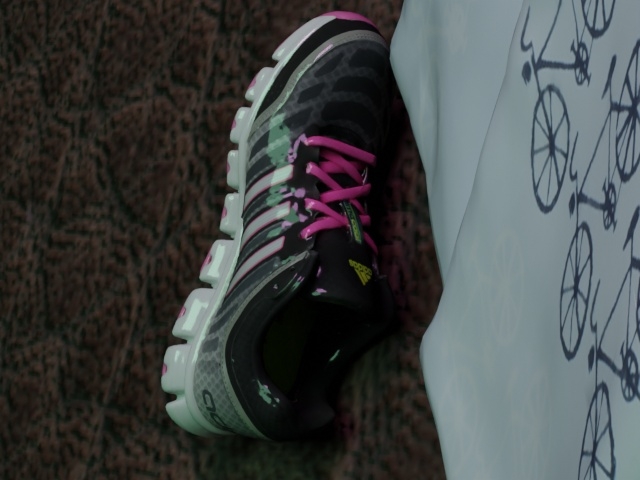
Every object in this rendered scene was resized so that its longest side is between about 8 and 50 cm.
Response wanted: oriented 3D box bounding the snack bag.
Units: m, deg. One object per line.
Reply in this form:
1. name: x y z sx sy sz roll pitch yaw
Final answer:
1. snack bag: 0.061 -0.071 0.510 0.342 0.037 0.323 -96 11 -46

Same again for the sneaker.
1. sneaker: 0.000 0.000 0.728 0.075 0.063 0.170 19 89 48
